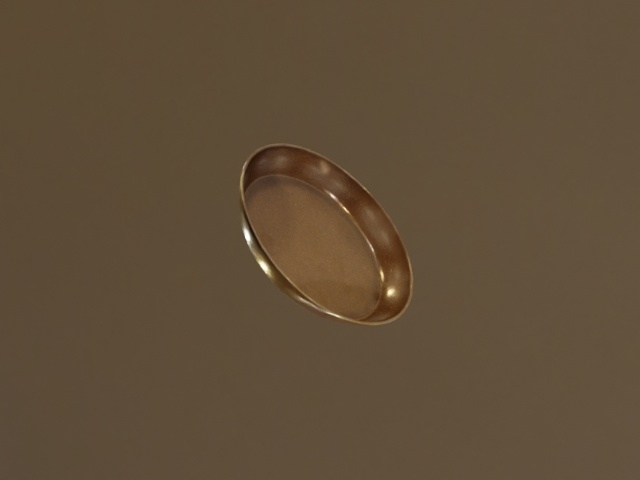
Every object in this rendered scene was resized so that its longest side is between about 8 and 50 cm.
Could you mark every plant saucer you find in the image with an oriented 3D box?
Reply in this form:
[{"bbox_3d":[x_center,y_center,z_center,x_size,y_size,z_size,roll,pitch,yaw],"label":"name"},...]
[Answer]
[{"bbox_3d":[0.000,0.000,0.944,0.029,0.168,0.168,-44,-122,33],"label":"plant saucer"}]
